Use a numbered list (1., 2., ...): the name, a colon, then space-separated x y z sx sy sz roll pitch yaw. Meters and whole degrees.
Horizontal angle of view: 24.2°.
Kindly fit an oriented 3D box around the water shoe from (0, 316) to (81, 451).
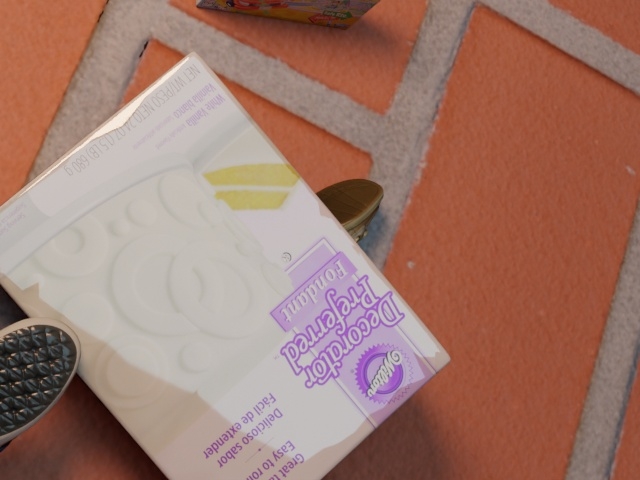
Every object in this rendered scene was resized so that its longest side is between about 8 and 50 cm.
1. water shoe: -0.267 0.134 1.130 0.203 0.080 0.073 -46 100 -10

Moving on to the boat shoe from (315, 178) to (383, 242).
1. boat shoe: 0.001 0.001 1.335 0.056 0.048 0.153 23 52 31

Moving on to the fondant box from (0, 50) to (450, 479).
1. fondant box: -0.091 0.049 1.216 0.238 0.096 0.330 -41 97 -12

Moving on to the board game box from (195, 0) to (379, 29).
1. board game box: -0.024 -0.231 1.351 0.154 0.103 0.026 5 74 -24
